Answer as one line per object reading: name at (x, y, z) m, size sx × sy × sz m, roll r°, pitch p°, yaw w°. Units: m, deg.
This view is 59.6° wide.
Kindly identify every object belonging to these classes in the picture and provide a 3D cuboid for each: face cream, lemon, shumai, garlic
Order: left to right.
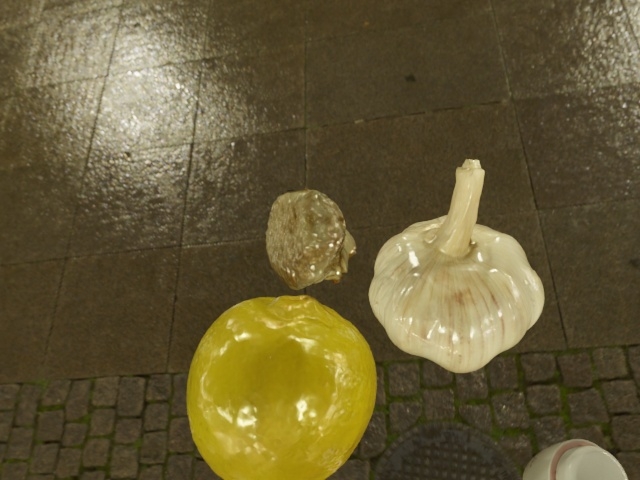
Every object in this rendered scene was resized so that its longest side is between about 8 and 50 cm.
lemon at (-0.068, 0.260, 0.968) m, size 0.348 × 0.348 × 0.348 m, roll -5°, pitch 63°, yaw 11°
shumai at (-0.002, 0.001, 0.754) m, size 0.145 × 0.116 × 0.145 m, roll -7°, pitch 81°, yaw 53°
garlic at (0.157, 0.017, 0.616) m, size 0.199 × 0.226 × 0.199 m, roll 1°, pitch 40°, yaw 0°
face cream at (0.273, 0.265, 0.606) m, size 0.091 × 0.095 × 0.091 m, roll 6°, pitch 64°, yaw -13°
